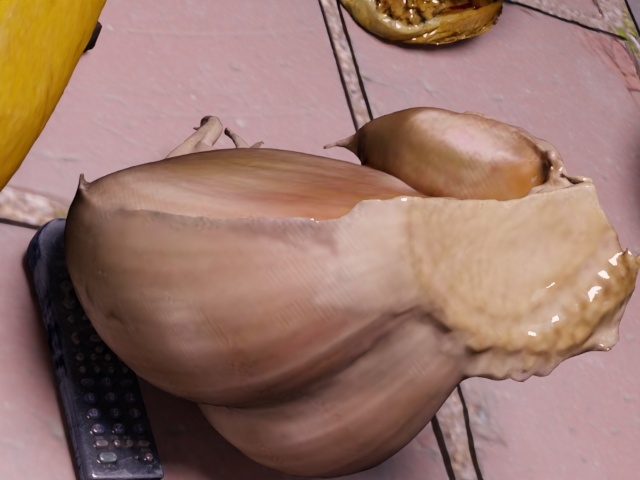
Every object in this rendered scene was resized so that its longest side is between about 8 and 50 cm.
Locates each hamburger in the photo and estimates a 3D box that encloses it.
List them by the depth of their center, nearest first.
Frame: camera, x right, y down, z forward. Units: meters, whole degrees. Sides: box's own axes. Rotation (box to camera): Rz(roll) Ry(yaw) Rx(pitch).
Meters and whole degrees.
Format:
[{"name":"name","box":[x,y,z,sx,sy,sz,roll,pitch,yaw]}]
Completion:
[{"name":"hamburger","box":[0.077,-0.229,1.245,0.185,0.113,0.177,24,43,-23]}]

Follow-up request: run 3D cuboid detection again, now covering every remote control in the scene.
[{"name":"remote control","box":[-0.119,0.057,0.877,0.043,0.027,0.152,10,49,-42]}]

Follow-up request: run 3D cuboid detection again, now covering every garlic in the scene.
[{"name":"garlic","box":[0.000,0.000,0.873,0.237,0.292,0.210,-55,129,-25]}]

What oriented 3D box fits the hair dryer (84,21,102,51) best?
[{"name":"hair dryer","box":[-0.229,-0.165,0.976,0.236,0.073,0.131,34,39,-25]}]

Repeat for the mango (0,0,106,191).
[{"name":"mango","box":[-0.205,-0.133,0.776,0.220,0.301,0.445,15,32,18]}]
